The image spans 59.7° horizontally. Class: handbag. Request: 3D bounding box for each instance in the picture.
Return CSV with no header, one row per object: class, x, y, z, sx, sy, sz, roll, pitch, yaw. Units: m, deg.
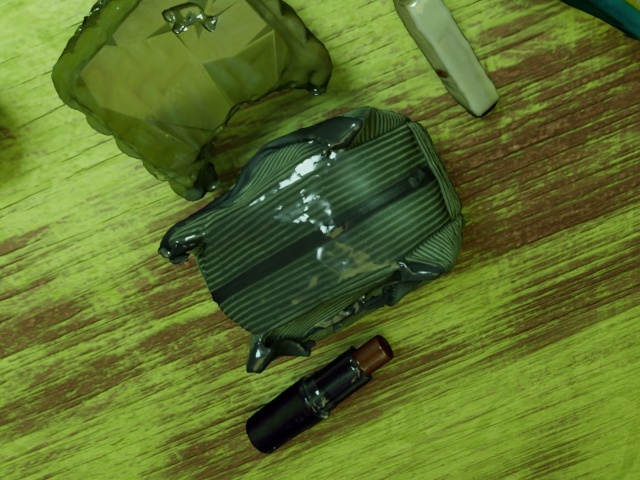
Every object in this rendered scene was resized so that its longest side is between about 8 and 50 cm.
handbag,0.000,0.000,0.657,0.340,0.240,0.247,-31,93,14

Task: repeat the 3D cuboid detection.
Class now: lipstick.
lipstick,-0.001,0.263,0.959,0.299,0.081,0.081,-37,124,14

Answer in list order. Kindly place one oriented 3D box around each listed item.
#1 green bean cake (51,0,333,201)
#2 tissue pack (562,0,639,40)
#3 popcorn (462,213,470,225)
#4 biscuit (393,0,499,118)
green bean cake,-0.130,-0.180,0.601,0.236,0.124,0.233,-41,123,14
tissue pack,0.230,-0.333,0.544,0.270,0.192,0.134,19,119,-25
popcorn,0.151,-0.029,0.800,0.109,0.089,0.097,3,112,-12
biscuit,0.157,-0.230,0.678,0.052,0.056,0.188,-38,123,14
